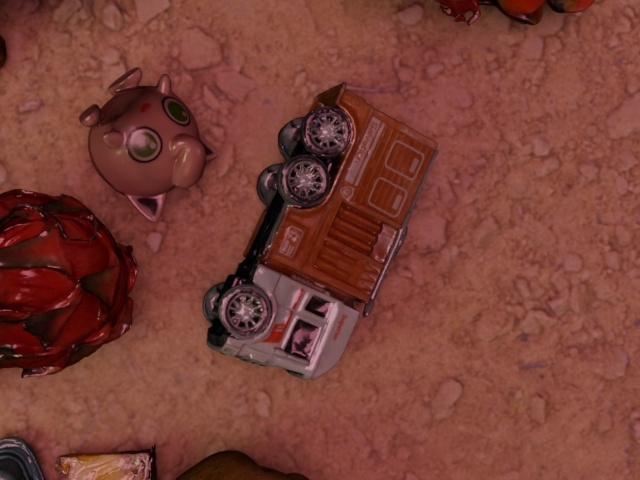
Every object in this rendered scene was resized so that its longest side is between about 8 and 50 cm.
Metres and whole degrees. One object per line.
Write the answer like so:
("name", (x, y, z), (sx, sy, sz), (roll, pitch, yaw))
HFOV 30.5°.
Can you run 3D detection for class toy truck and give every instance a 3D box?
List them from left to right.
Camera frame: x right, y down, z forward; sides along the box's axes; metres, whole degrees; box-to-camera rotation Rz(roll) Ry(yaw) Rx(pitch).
("toy truck", (0.000, 0.000, 1.254), (0.162, 0.136, 0.305), (26, 84, -12))

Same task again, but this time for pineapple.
("pineapple", (-0.218, 0.263, 1.258), (0.137, 0.069, 0.116), (41, 86, -1))

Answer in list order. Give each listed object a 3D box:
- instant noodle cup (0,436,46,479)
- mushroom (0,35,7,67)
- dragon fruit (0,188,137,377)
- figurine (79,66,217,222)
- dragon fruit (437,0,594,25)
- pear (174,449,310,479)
("instant noodle cup", (-0.355, 0.314, 1.238), (0.157, 0.070, 0.179), (-22, 95, -7))
("mushroom", (-0.385, -0.218, 1.245), (0.085, 0.109, 0.126), (-10, 73, 0))
("dragon fruit", (-0.297, 0.042, 1.174), (0.192, 0.274, 0.193), (11, 80, 24))
("figurine", (-0.184, -0.105, 1.247), (0.125, 0.125, 0.138), (-41, 105, -5))
("dragon fruit", (0.147, -0.337, 1.234), (0.307, 0.243, 0.227), (45, 121, 13))
("pear", (-0.086, 0.319, 1.197), (0.188, 0.228, 0.211), (-2, 61, 30))
